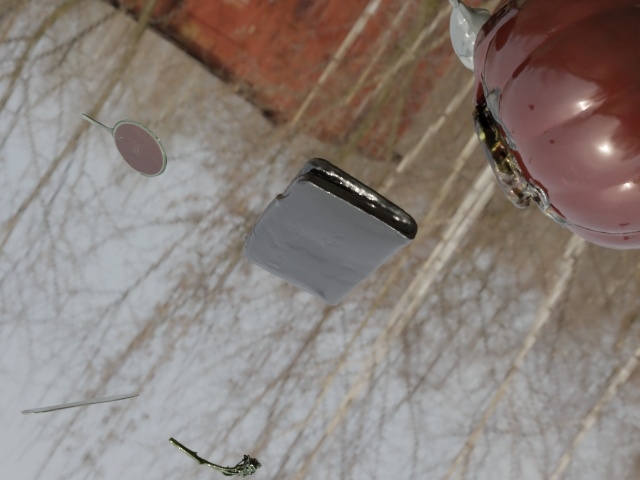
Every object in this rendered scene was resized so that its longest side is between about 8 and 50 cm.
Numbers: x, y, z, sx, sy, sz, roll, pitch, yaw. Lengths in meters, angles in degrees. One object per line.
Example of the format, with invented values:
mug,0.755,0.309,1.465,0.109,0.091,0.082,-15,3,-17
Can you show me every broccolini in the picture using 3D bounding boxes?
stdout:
broccolini,-0.216,0.441,2.411,0.194,0.052,0.054,15,171,-8

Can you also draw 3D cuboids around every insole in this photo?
insole,-0.349,0.239,1.758,0.197,0.004,0.065,-4,179,-44

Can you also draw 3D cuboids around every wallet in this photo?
wallet,0.000,0.000,1.841,0.197,0.051,0.377,30,153,-6

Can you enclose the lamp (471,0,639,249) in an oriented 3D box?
lamp,0.286,-0.136,1.186,0.303,0.257,0.303,53,-160,-28

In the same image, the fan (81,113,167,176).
fan,-0.249,-0.128,1.515,0.133,0.085,0.005,30,-131,13

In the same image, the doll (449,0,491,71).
doll,0.240,-0.288,1.782,0.227,0.075,0.102,46,-169,-47
